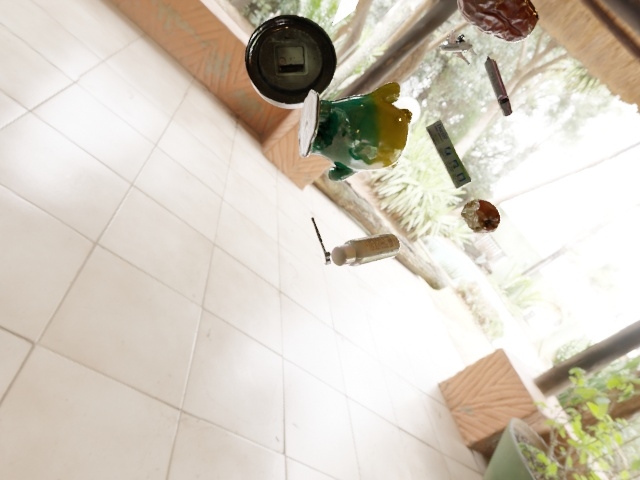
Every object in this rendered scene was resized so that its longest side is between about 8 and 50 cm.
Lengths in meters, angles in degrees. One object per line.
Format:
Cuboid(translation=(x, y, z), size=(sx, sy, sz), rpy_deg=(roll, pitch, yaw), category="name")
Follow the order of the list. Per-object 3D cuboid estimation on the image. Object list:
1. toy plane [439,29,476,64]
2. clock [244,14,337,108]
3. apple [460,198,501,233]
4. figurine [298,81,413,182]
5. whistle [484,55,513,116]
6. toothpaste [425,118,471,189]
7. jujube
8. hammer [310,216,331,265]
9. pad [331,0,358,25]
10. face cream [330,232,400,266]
Cuboid(translation=(0.527, -0.754, 1.599), size=(0.162, 0.065, 0.171), rpy_deg=(41, 7, -40), category="toy plane")
Cuboid(translation=(-0.124, -0.743, 1.729), size=(0.386, 0.386, 0.076), rpy_deg=(50, -7, -1), category="clock")
Cuboid(translation=(0.720, -0.101, 1.826), size=(0.146, 0.156, 0.158), rpy_deg=(-3, 25, -19), category="apple")
Cuboid(translation=(0.117, -0.329, 1.265), size=(0.339, 0.324, 0.231), rpy_deg=(3, 24, -19), category="figurine")
Cuboid(translation=(0.492, -0.424, 1.140), size=(0.177, 0.033, 0.033), rpy_deg=(57, 15, -22), category="whistle")
Cuboid(translation=(0.616, -0.413, 1.991), size=(0.337, 0.081, 0.067), rpy_deg=(64, 14, 4), category="toothpaste")
Cuboid(translation=(0.718, -0.936, 1.670), size=(0.341, 0.216, 0.216), rpy_deg=(27, 25, -13), category="jujube")
Cuboid(translation=(0.000, 0.000, 1.743), size=(0.103, 0.029, 0.247), rpy_deg=(83, -11, -52), category="hammer")
Cuboid(translation=(0.129, -0.982, 1.619), size=(0.009, 0.159, 0.265), rpy_deg=(43, -25, 2), category="pad")
Cuboid(translation=(0.131, 0.028, 1.196), size=(0.268, 0.082, 0.082), rpy_deg=(-9, 60, -47), category="face cream")
